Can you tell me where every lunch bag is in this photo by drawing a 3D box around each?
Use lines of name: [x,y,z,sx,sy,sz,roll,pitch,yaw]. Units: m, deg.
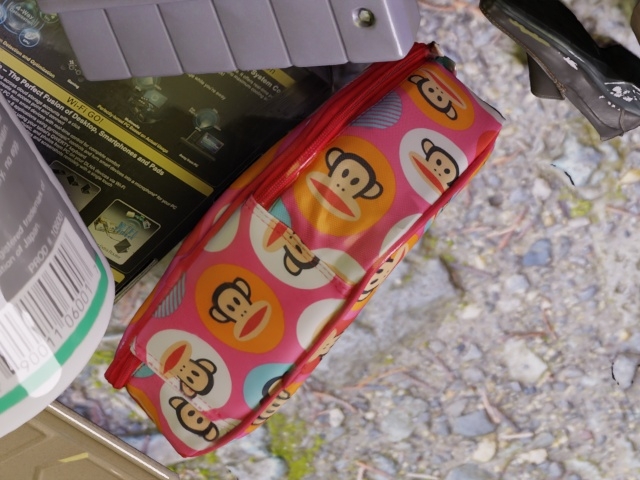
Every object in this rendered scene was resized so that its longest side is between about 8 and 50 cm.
lunch bag: [0.000,0.000,1.237,0.120,0.258,0.293,44,127,3]

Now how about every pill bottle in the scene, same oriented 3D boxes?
pill bottle: [-0.288,-0.056,1.064,0.204,0.204,0.361,-22,124,10]

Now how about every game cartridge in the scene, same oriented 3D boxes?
game cartridge: [-0.097,-0.247,0.994,0.230,0.068,0.355,-5,128,21]

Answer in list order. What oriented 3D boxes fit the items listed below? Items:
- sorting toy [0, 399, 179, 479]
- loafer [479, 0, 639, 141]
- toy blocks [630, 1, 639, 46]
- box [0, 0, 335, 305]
sorting toy: [-0.298,0.174,1.459,0.307,0.041,0.229,36,120,-28]
loafer: [0.171,-0.123,1.273,0.170,0.062,0.061,33,122,-25]
toy blocks: [0.345,-0.192,1.114,0.288,0.260,0.309,-7,127,0]
box: [-0.239,-0.124,1.203,0.395,0.097,0.318,34,118,-27]
